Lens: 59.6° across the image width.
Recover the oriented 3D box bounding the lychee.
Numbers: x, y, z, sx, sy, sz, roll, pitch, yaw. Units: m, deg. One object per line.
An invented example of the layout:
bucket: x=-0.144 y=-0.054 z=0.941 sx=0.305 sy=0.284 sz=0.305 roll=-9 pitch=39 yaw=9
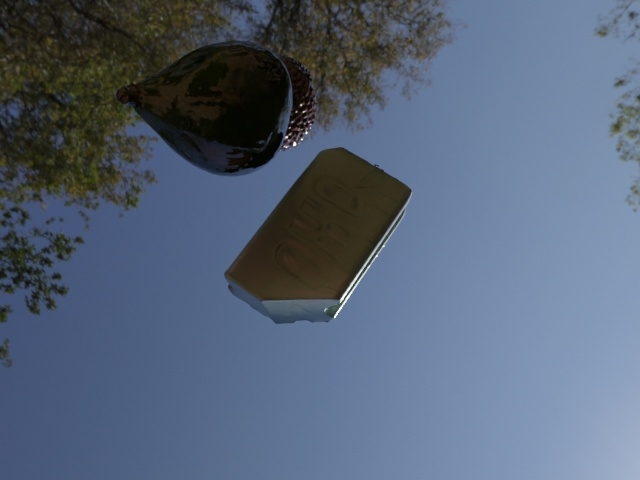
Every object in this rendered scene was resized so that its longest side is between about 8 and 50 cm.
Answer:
lychee: x=-0.098 y=-0.248 z=1.037 sx=0.194 sy=0.194 sz=0.194 roll=5 pitch=-118 yaw=-9

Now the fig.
fig: x=-0.157 y=-0.194 z=0.792 sx=0.245 sy=0.195 sz=0.195 roll=10 pitch=-119 yaw=-20

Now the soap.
soap: x=0.000 y=0.000 z=0.897 sx=0.173 sy=0.095 sz=0.289 roll=33 pitch=-110 yaw=11
